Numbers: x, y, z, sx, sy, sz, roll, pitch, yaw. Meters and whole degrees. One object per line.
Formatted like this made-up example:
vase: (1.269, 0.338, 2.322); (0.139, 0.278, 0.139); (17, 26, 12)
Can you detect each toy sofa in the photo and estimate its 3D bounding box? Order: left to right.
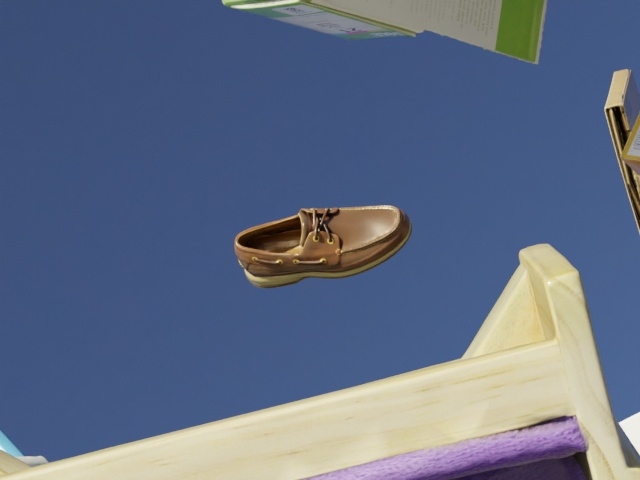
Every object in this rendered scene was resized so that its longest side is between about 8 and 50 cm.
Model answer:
toy sofa: (-0.028, 0.133, 0.832); (0.363, 0.150, 0.177); (-14, -87, 3)

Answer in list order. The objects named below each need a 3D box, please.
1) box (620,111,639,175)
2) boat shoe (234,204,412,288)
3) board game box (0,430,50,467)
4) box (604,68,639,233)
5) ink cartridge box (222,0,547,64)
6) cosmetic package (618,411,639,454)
box: (0.229, -0.050, 0.995); (0.136, 0.028, 0.081); (34, -105, -40)
boat shoe: (0.000, 0.000, 1.694); (0.178, 0.064, 0.060); (-13, -38, 17)
board game box: (-0.382, 0.265, 0.992); (0.390, 0.050, 0.390); (-55, -26, 13)
box: (0.323, -0.078, 1.756); (0.021, 0.201, 0.164); (-15, -78, 16)
ink cartridge box: (0.063, -0.247, 1.357); (0.255, 0.097, 0.188); (11, -95, -39)
cosmetic package: (0.152, 0.225, 1.204); (0.377, 0.097, 0.284); (-30, -17, 23)
